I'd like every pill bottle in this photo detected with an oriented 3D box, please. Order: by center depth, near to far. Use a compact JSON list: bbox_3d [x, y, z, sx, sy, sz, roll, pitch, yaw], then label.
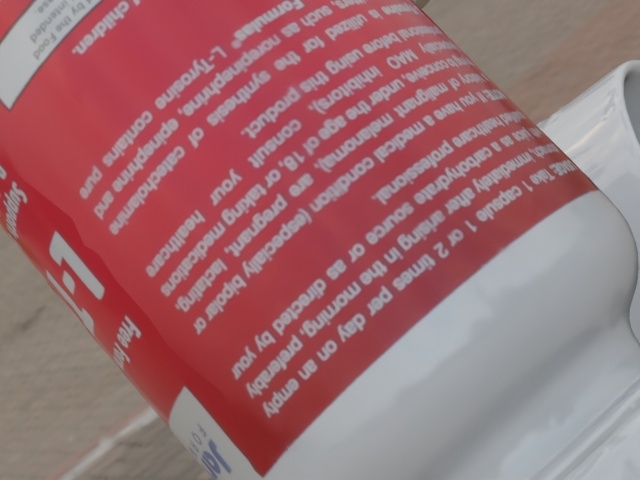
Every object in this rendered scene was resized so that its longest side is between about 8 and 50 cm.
[{"bbox_3d":[0.000,0.000,0.620,0.229,0.408,0.229,-39,-14,-12],"label":"pill bottle"}]

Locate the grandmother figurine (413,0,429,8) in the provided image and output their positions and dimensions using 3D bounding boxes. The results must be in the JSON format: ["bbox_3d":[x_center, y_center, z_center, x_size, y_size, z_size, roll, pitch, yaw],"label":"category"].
[{"bbox_3d":[0.193,-0.384,1.581,0.342,0.104,0.208,-37,16,12],"label":"grandmother figurine"}]

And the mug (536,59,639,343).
[{"bbox_3d":[0.191,0.049,0.983,0.328,0.276,0.374,-39,15,30],"label":"mug"}]
